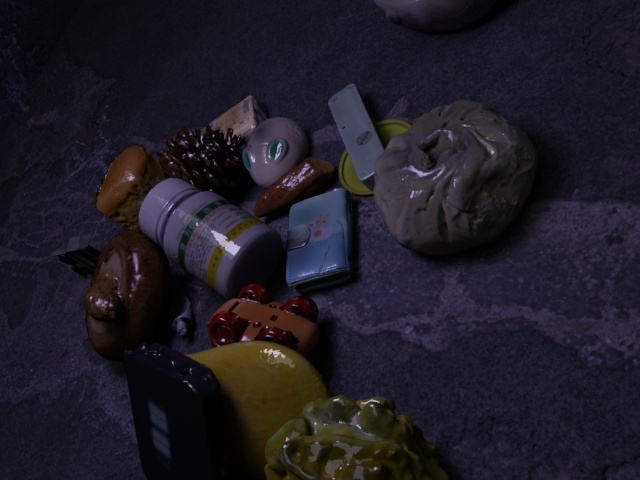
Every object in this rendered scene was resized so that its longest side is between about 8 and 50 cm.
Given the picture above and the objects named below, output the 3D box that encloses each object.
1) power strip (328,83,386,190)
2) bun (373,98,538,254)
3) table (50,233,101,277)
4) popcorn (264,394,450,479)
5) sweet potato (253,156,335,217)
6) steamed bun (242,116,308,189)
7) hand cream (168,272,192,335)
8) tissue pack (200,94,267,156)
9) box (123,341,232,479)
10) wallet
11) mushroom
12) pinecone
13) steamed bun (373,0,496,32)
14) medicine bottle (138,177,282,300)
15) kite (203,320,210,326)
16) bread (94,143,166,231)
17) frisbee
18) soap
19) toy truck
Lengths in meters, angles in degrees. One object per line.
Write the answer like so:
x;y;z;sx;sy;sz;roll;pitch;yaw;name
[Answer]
0.108;-0.264;1.806;0.091;0.062;0.385;-32;44;15;power strip
0.269;-0.143;1.508;0.359;0.211;0.360;-20;48;25;bun
-0.723;0.049;2.193;0.175;0.146;0.063;-8;56;33;table
0.061;0.407;1.208;0.312;0.312;0.312;-20;49;26;popcorn
-0.078;-0.140;1.865;0.251;0.097;0.097;-31;45;14;sweet potato
-0.131;-0.252;1.961;0.177;0.131;0.228;-10;52;30;steamed bun
-0.391;0.181;1.910;0.084;0.050;0.257;-44;34;2;hand cream
-0.264;-0.326;2.148;0.222;0.090;0.186;-31;42;15;tissue pack
-0.300;0.407;1.488;0.359;0.090;0.351;9;110;52;box
0.000;0.000;1.715;0.176;0.075;0.251;-17;50;24;wallet
-0.525;0.153;1.900;0.345;0.239;0.345;-35;30;24;mushroom
-0.325;-0.203;1.985;0.257;0.244;0.243;-10;41;-19;pinecone
0.289;-0.669;1.862;0.383;0.247;0.236;27;98;46;steamed bun
-0.283;-0.010;1.777;0.339;0.208;0.208;31;81;25;medicine bottle
-0.254;0.215;1.808;0.122;0.004;0.090;17;71;44;kite
-0.571;-0.170;2.195;0.162;0.204;0.262;4;66;43;bread
0.148;-0.213;1.795;0.235;0.017;0.236;-20;50;26;frisbee
-0.143;0.357;1.451;0.427;0.115;0.306;-14;94;37;soap
-0.135;0.244;1.581;0.264;0.239;0.189;13;29;19;toy truck
